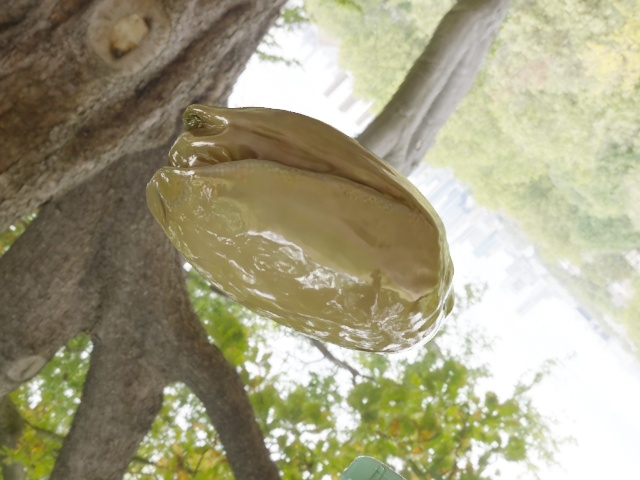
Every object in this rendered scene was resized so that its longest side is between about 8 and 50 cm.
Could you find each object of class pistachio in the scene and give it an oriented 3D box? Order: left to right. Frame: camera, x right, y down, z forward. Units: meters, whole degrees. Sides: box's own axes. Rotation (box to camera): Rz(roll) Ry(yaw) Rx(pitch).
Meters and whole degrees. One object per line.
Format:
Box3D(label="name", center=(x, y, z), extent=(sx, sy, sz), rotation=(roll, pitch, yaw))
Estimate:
Box3D(label="pistachio", center=(0.000, 0.000, 0.552), extent=(0.293, 0.181, 0.162), rotation=(28, -128, -24))

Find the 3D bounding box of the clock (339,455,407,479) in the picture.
Box3D(label="clock", center=(0.087, 0.421, 0.951), extent=(0.159, 0.211, 0.066), rotation=(30, -140, 24))
